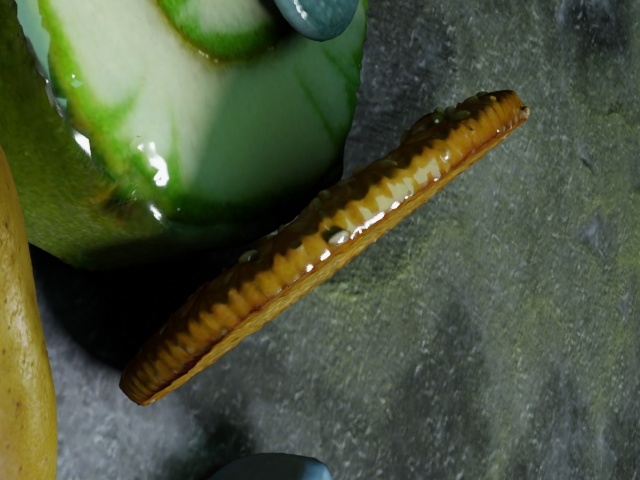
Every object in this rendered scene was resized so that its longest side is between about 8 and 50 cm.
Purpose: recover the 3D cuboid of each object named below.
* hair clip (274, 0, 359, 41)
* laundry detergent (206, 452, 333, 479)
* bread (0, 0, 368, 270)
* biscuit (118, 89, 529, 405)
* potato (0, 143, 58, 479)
[{"bbox_3d":[0.034,-0.373,0.891,0.318,0.238,0.392,43,43,-39],"label":"hair clip"},{"bbox_3d":[-0.007,0.290,1.053,0.143,0.094,0.290,-52,127,-51],"label":"laundry detergent"},{"bbox_3d":[-0.115,-0.173,0.929,0.366,0.129,0.382,-47,123,-52],"label":"bread"},{"bbox_3d":[0.000,0.000,0.952,0.038,0.305,0.305,53,36,3],"label":"biscuit"},{"bbox_3d":[-0.219,0.037,0.722,0.195,0.176,0.369,-88,163,-67],"label":"potato"}]
